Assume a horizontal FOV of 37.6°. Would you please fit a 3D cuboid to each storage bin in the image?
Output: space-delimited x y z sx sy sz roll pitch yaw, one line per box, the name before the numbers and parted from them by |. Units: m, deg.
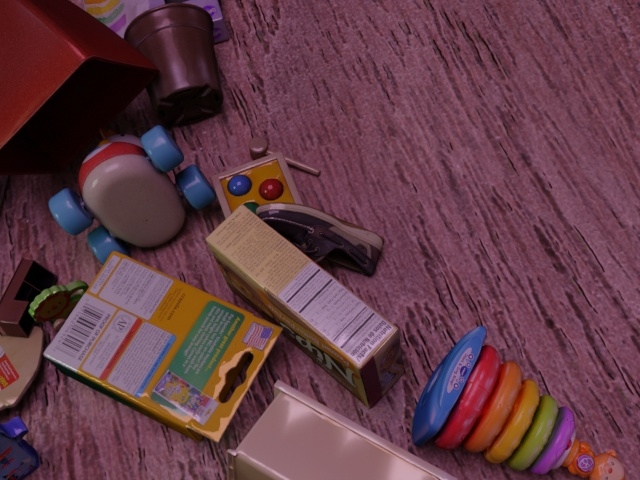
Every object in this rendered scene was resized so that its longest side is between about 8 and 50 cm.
storage bin | 0.019 0.358 1.240 0.262 0.260 0.123 26 51 19

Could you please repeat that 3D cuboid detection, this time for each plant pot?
plant pot | -0.473 -0.282 1.527 0.267 0.267 0.236 -41 86 13
plant pot | -0.253 -0.309 1.691 0.167 0.167 0.165 -18 69 -2

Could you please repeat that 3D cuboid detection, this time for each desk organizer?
desk organizer | -0.486 0.094 1.548 0.050 0.047 0.130 5 52 14

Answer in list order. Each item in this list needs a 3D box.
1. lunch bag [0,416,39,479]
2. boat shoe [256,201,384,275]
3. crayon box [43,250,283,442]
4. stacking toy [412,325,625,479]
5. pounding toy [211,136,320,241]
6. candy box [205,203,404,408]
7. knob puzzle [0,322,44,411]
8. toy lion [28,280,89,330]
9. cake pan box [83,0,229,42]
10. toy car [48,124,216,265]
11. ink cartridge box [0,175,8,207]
lunch bag | -0.550 0.342 1.341 0.293 0.221 0.138 -34 63 -10
boat shoe | 0.000 0.000 1.485 0.223 0.080 0.073 17 69 -26
crayon box | -0.238 0.172 1.468 0.323 0.083 0.203 22 67 19
stacking toy | 0.293 0.269 1.326 0.302 0.166 0.175 29 68 5
pounding toy | -0.087 -0.103 1.587 0.181 0.094 0.206 -21 62 -3
candy box | -0.021 0.100 1.419 0.316 0.183 0.087 37 74 23
knob puzzle | -0.527 0.207 1.513 0.213 0.030 0.213 -7 49 8
toy lion | -0.420 0.099 1.523 0.100 0.096 0.034 -38 64 -13
cake pan box | -0.323 -0.463 1.827 0.267 0.070 0.245 -16 63 -1
toy car | -0.336 -0.120 1.584 0.219 0.210 0.238 -35 50 2
ink cartridge box | -0.643 -0.077 1.574 0.131 0.226 0.306 0 61 8
